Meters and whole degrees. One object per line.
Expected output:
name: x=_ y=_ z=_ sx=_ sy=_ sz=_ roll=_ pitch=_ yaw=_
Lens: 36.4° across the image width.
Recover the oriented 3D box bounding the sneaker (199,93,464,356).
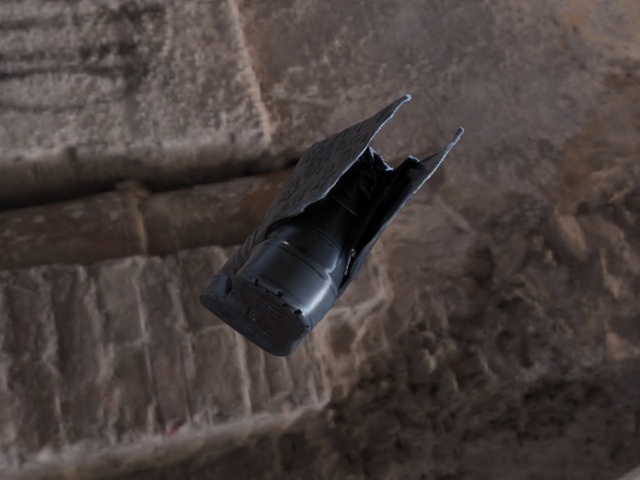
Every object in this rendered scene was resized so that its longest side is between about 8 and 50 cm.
sneaker: x=-0.002 y=-0.002 z=0.422 sx=0.089 sy=0.051 sz=0.170 roll=-55 pitch=-175 yaw=-16
